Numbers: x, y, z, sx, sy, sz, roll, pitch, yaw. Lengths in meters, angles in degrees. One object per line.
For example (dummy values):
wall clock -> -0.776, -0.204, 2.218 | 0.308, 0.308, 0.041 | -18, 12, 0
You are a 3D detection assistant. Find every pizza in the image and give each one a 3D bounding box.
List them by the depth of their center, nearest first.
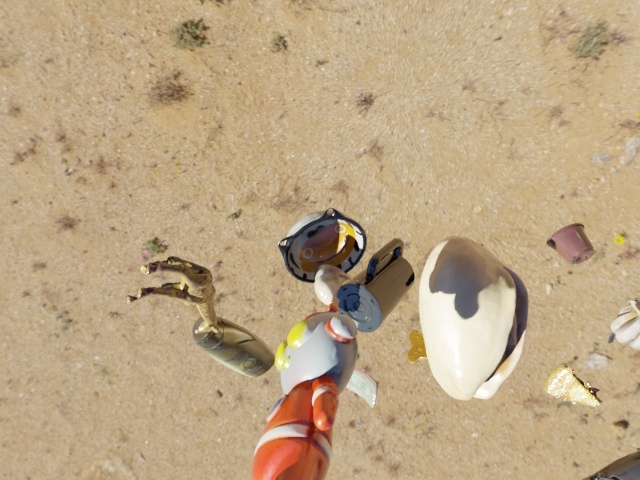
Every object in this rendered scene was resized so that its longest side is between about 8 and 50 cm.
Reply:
pizza -> 0.985, 0.564, 1.722 | 0.194, 0.069, 0.154 | 30, 116, 21

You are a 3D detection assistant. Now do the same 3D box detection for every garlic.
garlic -> 0.870, 0.254, 1.254 | 0.131, 0.127, 0.194 | 5, 146, -12
garlic -> 0.033, 0.136, 1.375 | 0.124, 0.174, 0.099 | 40, 106, -6

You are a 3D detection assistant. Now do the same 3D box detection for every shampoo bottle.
shampoo bottle -> -0.256, 0.316, 1.331 | 0.126, 0.084, 0.350 | -38, 142, -3

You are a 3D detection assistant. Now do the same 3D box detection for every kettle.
kettle -> 0.211, 0.160, 1.718 | 0.203, 0.308, 0.262 | -10, 108, 43

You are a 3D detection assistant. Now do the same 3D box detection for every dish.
dish -> 0.000, 0.000, 1.439 | 0.303, 0.120, 0.303 | -11, 131, -13

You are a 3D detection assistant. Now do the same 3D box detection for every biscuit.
biscuit -> 0.391, 0.358, 1.496 | 0.205, 0.138, 0.031 | -14, 139, 34

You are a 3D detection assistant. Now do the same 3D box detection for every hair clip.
hair clip -> 0.086, 0.315, 0.977 | 0.022, 0.137, 0.054 | 12, 90, -30

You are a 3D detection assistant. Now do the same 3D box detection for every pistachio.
pistachio -> 0.286, 0.145, 0.875 | 0.214, 0.194, 0.317 | -10, 68, 48

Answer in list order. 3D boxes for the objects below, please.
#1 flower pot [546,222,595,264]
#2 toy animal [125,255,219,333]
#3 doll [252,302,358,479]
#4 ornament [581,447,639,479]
flower pot -> 0.722, 0.017, 1.275 | 0.111, 0.089, 0.111 | -13, 145, -9
toy animal -> -0.255, 0.111, 0.872 | 0.149, 0.275, 0.054 | -39, 57, 4
doll -> -0.020, 0.197, 0.580 | 0.105, 0.336, 0.199 | 28, 128, -4
ornament -> 0.783, 0.586, 1.124 | 0.260, 0.106, 0.251 | -40, 138, 18
